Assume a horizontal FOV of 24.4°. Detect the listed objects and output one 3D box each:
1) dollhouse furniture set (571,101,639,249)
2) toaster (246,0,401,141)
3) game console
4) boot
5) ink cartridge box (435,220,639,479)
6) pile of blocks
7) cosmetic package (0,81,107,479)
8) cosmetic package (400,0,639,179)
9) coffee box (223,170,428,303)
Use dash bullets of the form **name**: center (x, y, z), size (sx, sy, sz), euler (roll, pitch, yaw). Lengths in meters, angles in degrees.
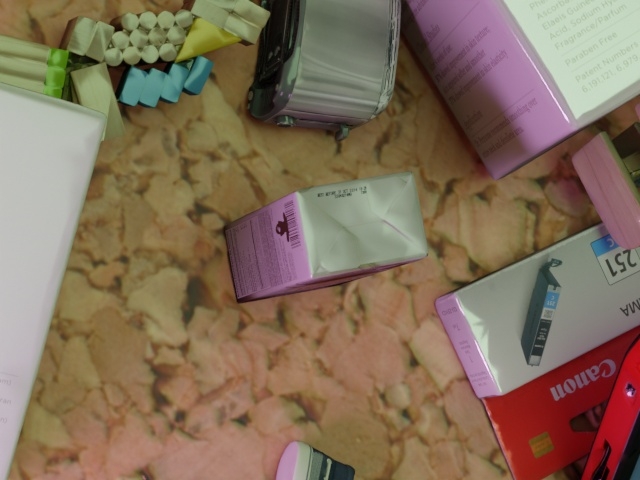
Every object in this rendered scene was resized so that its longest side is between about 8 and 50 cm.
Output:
- **dollhouse furniture set**: center (0.586, -0.115, 1.777), size (0.362, 0.394, 0.256), euler (-18, 75, -34)
- **toaster**: center (0.006, -0.233, 1.757), size (0.146, 0.129, 0.227), euler (12, 75, -23)
- **game console**: center (0.467, 0.162, 1.754), size (0.342, 0.386, 0.060), euler (-26, 57, -23)
- **boot**: center (-0.012, 0.323, 1.667), size (0.086, 0.069, 0.190), euler (26, 57, -19)
- **ink cartridge box**: center (0.324, 0.132, 1.850), size (0.296, 0.066, 0.261), euler (-24, 89, -23)
- **pile of blocks**: center (-0.236, -0.193, 1.670), size (0.362, 0.112, 0.149), euler (-15, 99, -15)
- **cosmetic package**: center (-0.362, 0.075, 1.462), size (0.161, 0.230, 0.453), euler (16, 87, -19)
- **cosmetic package**: center (0.269, -0.336, 1.721), size (0.327, 0.329, 0.393), euler (-31, 89, -11)
- **coffee box**: center (0.000, 0.000, 1.646), size (0.141, 0.246, 0.098), euler (-9, 85, -22)
